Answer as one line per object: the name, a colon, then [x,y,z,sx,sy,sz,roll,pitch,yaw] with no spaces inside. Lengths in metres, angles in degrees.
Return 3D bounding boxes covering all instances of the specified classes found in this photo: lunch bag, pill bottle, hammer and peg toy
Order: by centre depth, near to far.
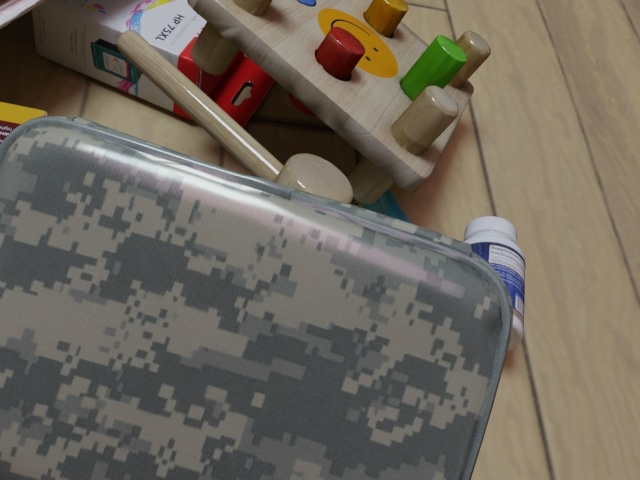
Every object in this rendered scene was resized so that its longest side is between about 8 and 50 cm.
lunch bag: [-0.052,0.074,0.482,0.305,0.256,0.213,17,87,0]
hammer and peg toy: [0.007,-0.162,0.665,0.266,0.127,0.361,40,36,-3]
pill bottle: [0.153,0.038,0.676,0.067,0.067,0.120,17,51,-3]

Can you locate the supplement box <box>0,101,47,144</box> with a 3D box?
supplement box: [-0.318,-0.003,0.537,0.191,0.129,0.194,11,51,-8]

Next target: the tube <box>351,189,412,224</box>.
tube: [0.000,0.000,0.681,0.207,0.052,0.080,-17,71,-33]

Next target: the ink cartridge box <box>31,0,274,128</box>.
ink cartridge box: [-0.161,-0.214,0.773,0.231,0.078,0.134,23,49,3]

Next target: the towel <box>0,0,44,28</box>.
towel: [-0.354,-0.258,0.699,0.331,0.053,0.317,18,46,31]
